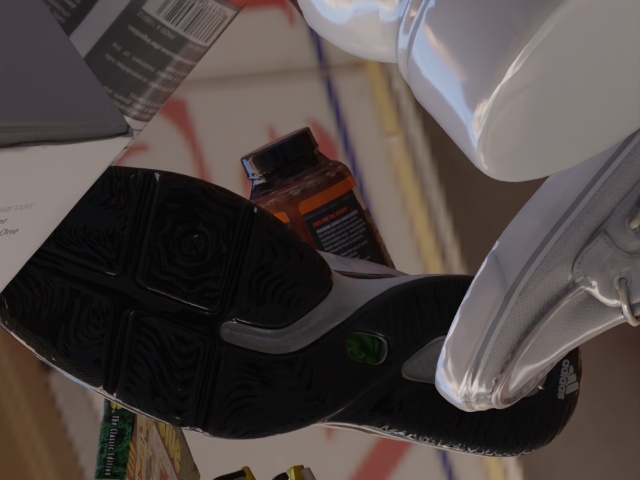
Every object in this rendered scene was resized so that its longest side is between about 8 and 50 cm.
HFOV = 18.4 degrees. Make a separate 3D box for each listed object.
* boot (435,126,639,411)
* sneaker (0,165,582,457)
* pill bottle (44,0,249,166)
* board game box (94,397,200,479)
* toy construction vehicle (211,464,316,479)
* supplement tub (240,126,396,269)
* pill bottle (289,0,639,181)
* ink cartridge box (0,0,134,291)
[{"bbox_3d":[0.174,0.009,1.011,0.258,0.123,0.095,-55,-25,11],"label":"boot"},{"bbox_3d":[-0.058,0.072,1.463,0.447,0.257,0.169,16,-100,-19],"label":"sneaker"},{"bbox_3d":[-0.238,-0.175,1.816,0.363,0.210,0.210,-49,-37,10],"label":"pill bottle"},{"bbox_3d":[-0.138,0.194,1.613,0.259,0.030,0.136,77,-168,-58],"label":"board game box"},{"bbox_3d":[-0.029,0.181,1.231,0.098,0.035,0.086,-10,-115,-58],"label":"toy construction vehicle"},{"bbox_3d":[0.000,0.000,1.783,0.106,0.106,0.198,-33,-80,-52],"label":"supplement tub"},{"bbox_3d":[0.035,-0.230,0.972,0.392,0.224,0.224,52,-154,23],"label":"pill bottle"},{"bbox_3d":[-0.258,-0.028,0.865,0.129,0.307,0.223,-8,-122,-55],"label":"ink cartridge box"}]
